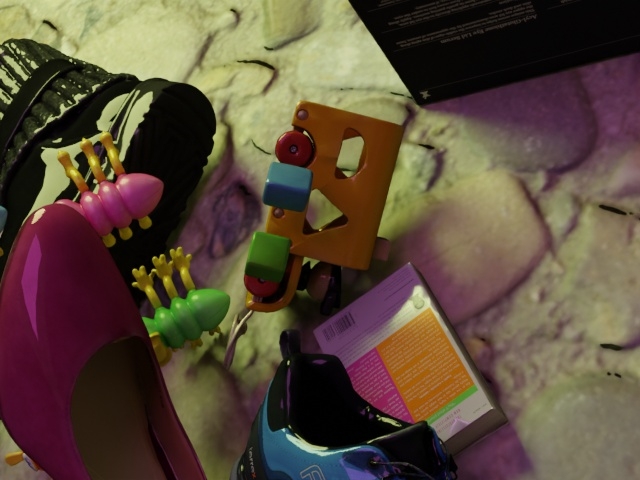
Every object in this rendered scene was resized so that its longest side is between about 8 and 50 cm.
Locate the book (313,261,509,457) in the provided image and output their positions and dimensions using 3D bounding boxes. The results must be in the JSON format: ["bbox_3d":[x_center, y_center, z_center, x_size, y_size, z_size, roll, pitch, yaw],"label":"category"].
[{"bbox_3d":[0.061,0.097,0.756,0.096,0.035,0.144,-35,51,11],"label":"book"}]

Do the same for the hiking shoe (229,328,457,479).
[{"bbox_3d":[0.051,0.183,0.630,0.304,0.113,0.132,31,121,37],"label":"hiking shoe"}]

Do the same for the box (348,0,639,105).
[{"bbox_3d":[0.162,-0.220,0.787,0.261,0.184,0.103,-11,56,23],"label":"box"}]

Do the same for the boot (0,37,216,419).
[{"bbox_3d":[-0.273,-0.024,0.948,0.260,0.131,0.348,17,67,32],"label":"boot"}]

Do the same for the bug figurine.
[{"bbox_3d":[-0.189,0.050,0.774,0.216,0.279,0.072,-32,30,-11],"label":"bug figurine"}]

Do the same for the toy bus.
[{"bbox_3d":[0.003,-0.011,0.799,0.104,0.202,0.191,14,51,-3],"label":"toy bus"}]

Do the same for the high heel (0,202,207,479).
[{"bbox_3d":[-0.093,0.153,0.670,0.181,0.127,0.377,-7,101,33],"label":"high heel"}]
